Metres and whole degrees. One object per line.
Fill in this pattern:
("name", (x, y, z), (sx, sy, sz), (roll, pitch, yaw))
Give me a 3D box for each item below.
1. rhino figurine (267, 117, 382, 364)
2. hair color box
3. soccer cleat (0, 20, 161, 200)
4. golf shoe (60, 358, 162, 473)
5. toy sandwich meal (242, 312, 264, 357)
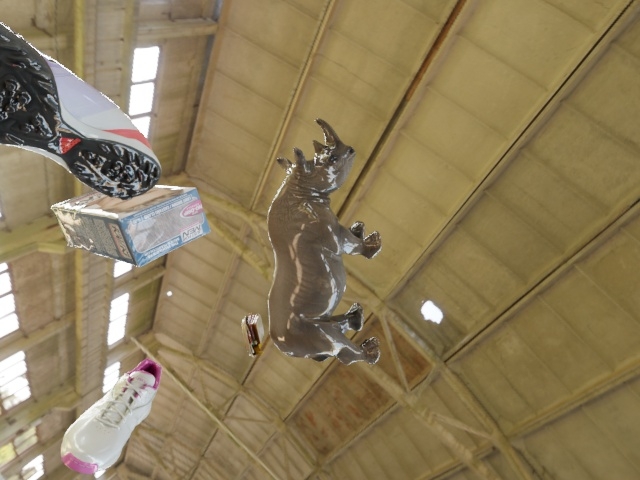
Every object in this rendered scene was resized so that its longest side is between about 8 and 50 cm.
("rhino figurine", (0.000, 0.000, 0.425), (0.073, 0.106, 0.243), (177, -87, -71))
("hair color box", (-0.419, -0.048, 0.944), (0.347, 0.174, 0.105), (9, -59, 40))
("soccer cleat", (-0.313, -0.158, 0.495), (0.109, 0.318, 0.116), (-35, -116, 5))
("golf shoe", (-0.418, 0.344, 0.897), (0.115, 0.306, 0.140), (29, -86, -7))
("toy sandwich meal", (-0.119, 0.170, 0.785), (0.029, 0.085, 0.085), (-13, -69, -3))
